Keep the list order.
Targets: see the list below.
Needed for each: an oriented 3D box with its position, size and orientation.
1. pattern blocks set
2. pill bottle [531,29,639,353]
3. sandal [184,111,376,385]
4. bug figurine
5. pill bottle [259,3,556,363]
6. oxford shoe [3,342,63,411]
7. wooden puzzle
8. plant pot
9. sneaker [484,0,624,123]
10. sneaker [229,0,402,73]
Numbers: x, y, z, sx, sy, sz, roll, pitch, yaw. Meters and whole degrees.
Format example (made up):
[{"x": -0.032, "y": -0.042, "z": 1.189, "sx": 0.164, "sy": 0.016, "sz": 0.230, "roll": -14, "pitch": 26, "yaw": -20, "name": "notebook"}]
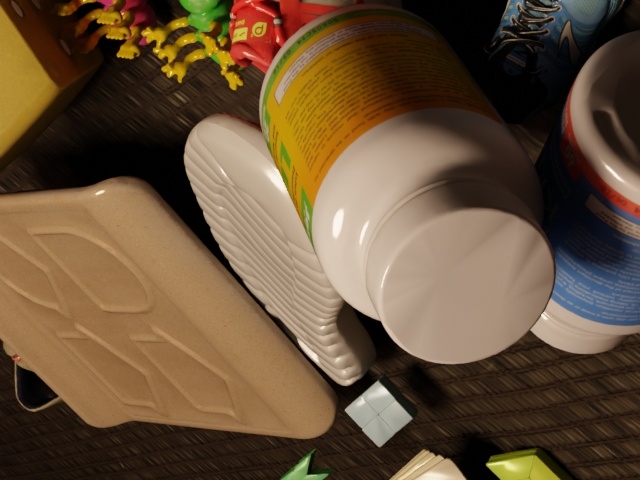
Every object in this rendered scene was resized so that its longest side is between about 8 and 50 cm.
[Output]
[{"x": 0.109, "y": 0.284, "z": 1.490, "sx": 0.325, "sy": 0.026, "sz": 0.285, "roll": 38, "pitch": 116, "yaw": 6, "name": "pattern blocks set"}, {"x": 0.184, "y": -0.018, "z": 1.045, "sx": 0.124, "sy": 0.124, "sz": 0.221, "roll": 39, "pitch": 151, "yaw": 13, "name": "pill bottle"}, {"x": -0.011, "y": -0.010, "z": 1.361, "sx": 0.169, "sy": 0.102, "sz": 0.416, "roll": 42, "pitch": 167, "yaw": 17, "name": "sandal"}, {"x": -0.141, "y": -0.220, "z": 1.279, "sx": 0.279, "sy": 0.072, "sz": 0.216, "roll": 16, "pitch": 141, "yaw": 43, "name": "bug figurine"}, {"x": 0.052, "y": -0.035, "z": 1.028, "sx": 0.245, "sy": 0.136, "sz": 0.136, "roll": -114, "pitch": 0, "yaw": -57, "name": "pill bottle"}, {"x": -0.260, "y": 0.083, "z": 1.790, "sx": 0.123, "sy": 0.130, "sz": 0.348, "roll": 39, "pitch": 151, "yaw": 16, "name": "oxford shoe"}, {"x": -0.180, "y": 0.054, "z": 1.587, "sx": 0.348, "sy": 0.080, "sz": 0.322, "roll": -6, "pitch": 133, "yaw": 46, "name": "wooden puzzle"}, {"x": -0.304, "y": -0.147, "z": 1.403, "sx": 0.187, "sy": 0.212, "sz": 0.212, "roll": -31, "pitch": 99, "yaw": 16, "name": "plant pot"}, {"x": 0.135, "y": -0.125, "z": 1.023, "sx": 0.063, "sy": 0.073, "sz": 0.162, "roll": 34, "pitch": 151, "yaw": 23, "name": "sneaker"}, {"x": -0.020, "y": -0.168, "z": 1.131, "sx": 0.107, "sy": 0.118, "sz": 0.279, "roll": 7, "pitch": 134, "yaw": 50, "name": "sneaker"}]
